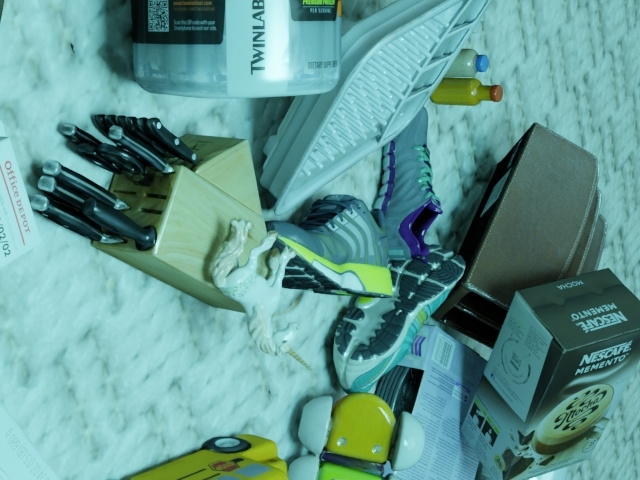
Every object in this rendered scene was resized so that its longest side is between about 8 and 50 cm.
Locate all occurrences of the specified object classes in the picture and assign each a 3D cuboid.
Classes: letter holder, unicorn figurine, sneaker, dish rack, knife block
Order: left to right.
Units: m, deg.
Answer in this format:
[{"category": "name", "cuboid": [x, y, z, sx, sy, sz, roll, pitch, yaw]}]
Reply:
[{"category": "knife block", "cuboid": [-0.164, -0.004, 1.149, 0.242, 0.088, 0.275, -36, 126, -45]}, {"category": "unicorn figurine", "cuboid": [-0.061, 0.051, 1.188, 0.162, 0.060, 0.111, 34, 69, -35]}, {"category": "sneaker", "cuboid": [0.000, 0.000, 1.380, 0.300, 0.111, 0.121, 18, 74, -65]}, {"category": "dish rack", "cuboid": [0.060, -0.191, 1.352, 0.333, 0.072, 0.285, -38, 166, -46]}, {"category": "sneaker", "cuboid": [0.101, 0.101, 1.565, 0.275, 0.107, 0.110, -44, 150, -36]}, {"category": "sneaker", "cuboid": [0.134, -0.076, 1.551, 0.083, 0.098, 0.223, 22, 78, -54]}, {"category": "letter holder", "cuboid": [0.334, 0.018, 1.715, 0.302, 0.214, 0.152, -62, -178, -26]}]

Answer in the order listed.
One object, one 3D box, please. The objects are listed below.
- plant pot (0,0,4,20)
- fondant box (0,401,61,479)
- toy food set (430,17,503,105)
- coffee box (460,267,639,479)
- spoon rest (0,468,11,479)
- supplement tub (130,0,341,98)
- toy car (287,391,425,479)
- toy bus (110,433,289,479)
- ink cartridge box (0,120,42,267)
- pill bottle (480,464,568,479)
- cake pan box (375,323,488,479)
[{"category": "plant pot", "cuboid": [-0.313, -0.205, 0.823, 0.215, 0.215, 0.230, 55, 38, -44]}, {"category": "fondant box", "cuboid": [-0.362, 0.275, 0.915, 0.330, 0.096, 0.238, -54, 137, -33]}, {"category": "toy food set", "cuboid": [0.200, -0.307, 1.592, 0.111, 0.104, 0.232, 3, 94, -55]}, {"category": "coffee box", "cuboid": [0.327, 0.195, 1.602, 0.168, 0.119, 0.297, -12, 136, -25]}, {"category": "spoon rest", "cuboid": [-0.262, 0.284, 0.905, 0.137, 0.084, 0.276, -52, 136, -37]}, {"category": "supplement tub", "cuboid": [-0.081, -0.311, 1.102, 0.207, 0.207, 0.338, -16, 110, -53]}, {"category": "toy car", "cuboid": [0.041, 0.282, 1.473, 0.136, 0.159, 0.182, 144, -41, -86]}, {"category": "toy bus", "cuboid": [-0.140, 0.301, 1.205, 0.333, 0.130, 0.108, -11, 105, -54]}, {"category": "ink cartridge box", "cuboid": [-0.305, -0.023, 0.965, 0.181, 0.062, 0.104, -39, 127, -45]}, {"category": "pill bottle", "cuboid": [0.304, 0.488, 1.851, 0.161, 0.161, 0.283, 25, 75, -54]}, {"category": "cake pan box", "cuboid": [0.166, 0.270, 1.693, 0.267, 0.070, 0.245, 34, 67, -53]}]
